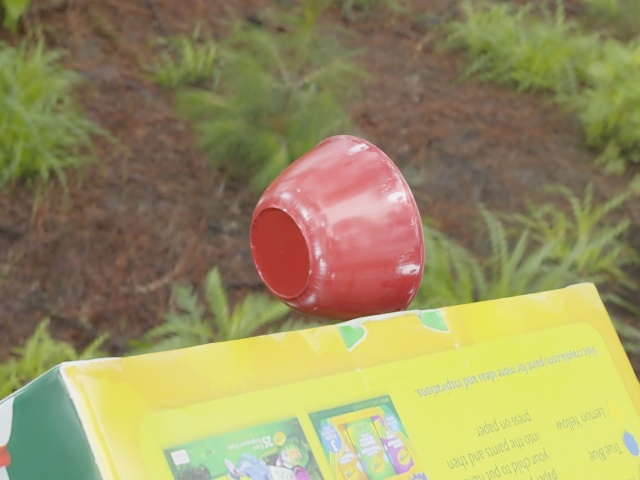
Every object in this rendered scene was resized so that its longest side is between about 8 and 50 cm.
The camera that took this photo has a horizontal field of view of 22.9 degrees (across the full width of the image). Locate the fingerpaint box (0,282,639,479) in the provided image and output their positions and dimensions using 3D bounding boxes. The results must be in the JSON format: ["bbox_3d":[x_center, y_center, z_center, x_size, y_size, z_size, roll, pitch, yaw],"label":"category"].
[{"bbox_3d":[0.046,0.231,0.761,0.445,0.163,0.371,-6,69,-54],"label":"fingerpaint box"}]

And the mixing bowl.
[{"bbox_3d":[0.000,0.000,1.461,0.098,0.181,0.181,-17,52,-39],"label":"mixing bowl"}]
